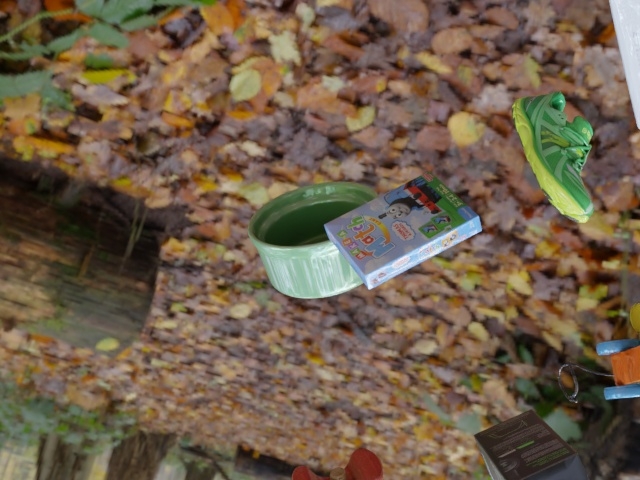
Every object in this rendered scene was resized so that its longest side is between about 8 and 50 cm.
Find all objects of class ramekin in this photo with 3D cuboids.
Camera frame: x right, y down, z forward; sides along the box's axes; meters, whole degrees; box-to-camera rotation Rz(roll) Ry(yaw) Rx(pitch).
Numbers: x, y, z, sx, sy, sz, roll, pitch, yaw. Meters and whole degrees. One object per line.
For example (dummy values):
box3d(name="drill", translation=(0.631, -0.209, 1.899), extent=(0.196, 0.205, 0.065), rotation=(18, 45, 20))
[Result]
box3d(name="ramekin", translation=(0.000, 0.000, 1.837), extent=(0.304, 0.303, 0.148), rotation=(4, 123, 31))

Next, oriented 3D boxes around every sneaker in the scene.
box3d(name="sneaker", translation=(0.432, -0.165, 1.455), extent=(0.124, 0.295, 0.109), rotation=(-23, 142, 17))

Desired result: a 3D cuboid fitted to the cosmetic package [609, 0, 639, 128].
box3d(name="cosmetic package", translation=(0.395, -0.247, 0.868), extent=(0.152, 0.151, 0.183), rotation=(-11, 126, 24))

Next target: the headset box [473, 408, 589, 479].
box3d(name="headset box", translation=(0.410, 0.472, 1.454), extent=(0.131, 0.246, 0.283), rotation=(-25, -174, 0))

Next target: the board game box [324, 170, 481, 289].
box3d(name="board game box", translation=(0.134, -0.021, 1.352), extent=(0.160, 0.212, 0.039), rotation=(52, 167, 48))

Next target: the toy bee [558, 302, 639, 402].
box3d(name="toy bee", translation=(0.538, 0.201, 1.355), extent=(0.162, 0.195, 0.298), rotation=(-4, -173, -9))

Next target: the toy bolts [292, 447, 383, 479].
box3d(name="toy bolts", translation=(0.020, 0.357, 0.857), extent=(0.218, 0.158, 0.228), rotation=(-11, -159, -7))
